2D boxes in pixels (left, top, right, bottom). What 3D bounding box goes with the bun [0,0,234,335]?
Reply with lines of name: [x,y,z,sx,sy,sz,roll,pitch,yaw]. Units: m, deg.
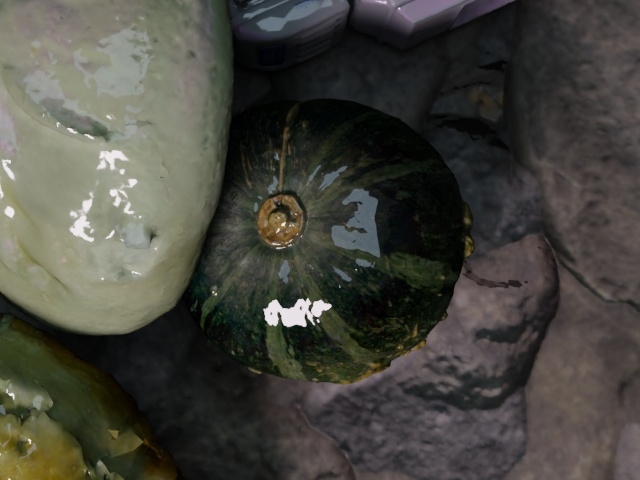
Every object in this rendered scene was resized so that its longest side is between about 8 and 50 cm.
bun: [-0.164,-0.082,0.728,0.179,0.283,0.283,4,79,-22]

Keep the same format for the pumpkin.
pumpkin: [-0.002,0.000,0.781,0.190,0.146,0.190,-4,82,34]

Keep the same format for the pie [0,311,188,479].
pie: [-0.230,0.197,0.738,0.354,0.103,0.288,-11,108,2]

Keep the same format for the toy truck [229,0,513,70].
toy truck: [0.040,-0.206,0.831,0.268,0.124,0.155,-26,86,-5]
